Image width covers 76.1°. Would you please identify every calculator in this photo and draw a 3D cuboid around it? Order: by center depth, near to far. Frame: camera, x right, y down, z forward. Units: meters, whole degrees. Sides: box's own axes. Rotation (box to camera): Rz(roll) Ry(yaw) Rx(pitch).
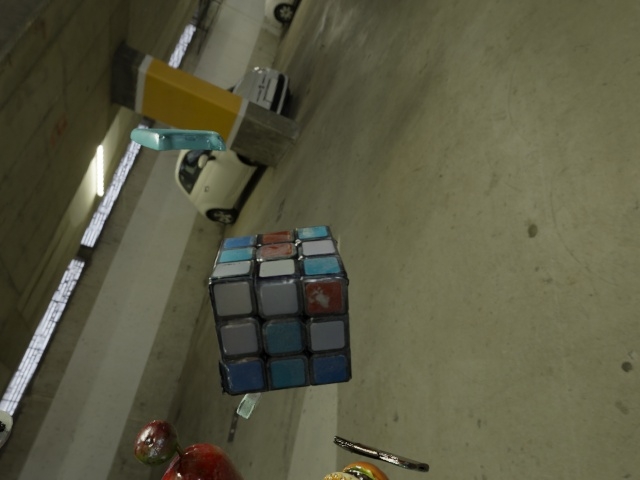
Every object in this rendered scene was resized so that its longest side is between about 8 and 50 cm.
[{"bbox_3d":[-0.462,-0.329,1.308,0.386,0.256,0.054,25,117,53],"label":"calculator"}]

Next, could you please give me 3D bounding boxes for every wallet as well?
[{"bbox_3d":[0.159,0.594,1.135,0.255,0.137,0.031,-6,55,39],"label":"wallet"}]

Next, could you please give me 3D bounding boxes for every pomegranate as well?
[{"bbox_3d":[-0.498,0.619,1.267,0.159,0.129,0.129,27,-97,-86],"label":"pomegranate"}]

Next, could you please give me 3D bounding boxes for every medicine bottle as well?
[{"bbox_3d":[-0.250,0.583,1.494,0.074,0.055,0.118,-65,-8,16],"label":"medicine bottle"}]

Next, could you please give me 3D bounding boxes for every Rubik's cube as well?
[{"bbox_3d":[-0.105,0.186,1.179,0.363,0.358,0.362,-101,4,-70],"label":"Rubik's cube"}]

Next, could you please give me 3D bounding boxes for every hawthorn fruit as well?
[{"bbox_3d":[-0.406,0.805,1.330,0.369,0.284,0.284,61,148,6],"label":"hawthorn fruit"}]

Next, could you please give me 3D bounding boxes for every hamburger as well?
[{"bbox_3d":[0.110,0.889,1.339,0.291,0.225,0.291,-3,86,39],"label":"hamburger"}]

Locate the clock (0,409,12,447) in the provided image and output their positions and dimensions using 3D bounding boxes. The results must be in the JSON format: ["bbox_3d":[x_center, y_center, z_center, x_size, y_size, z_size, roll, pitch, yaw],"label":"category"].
[{"bbox_3d":[-1.065,0.596,1.275,0.198,0.172,0.064,-12,-59,-68],"label":"clock"}]

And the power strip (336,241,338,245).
[{"bbox_3d":[0.000,0.000,1.503,0.279,0.109,0.038,40,-119,-81],"label":"power strip"}]
